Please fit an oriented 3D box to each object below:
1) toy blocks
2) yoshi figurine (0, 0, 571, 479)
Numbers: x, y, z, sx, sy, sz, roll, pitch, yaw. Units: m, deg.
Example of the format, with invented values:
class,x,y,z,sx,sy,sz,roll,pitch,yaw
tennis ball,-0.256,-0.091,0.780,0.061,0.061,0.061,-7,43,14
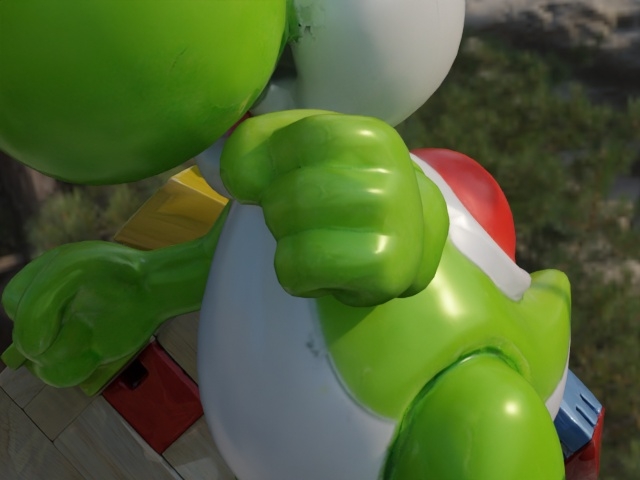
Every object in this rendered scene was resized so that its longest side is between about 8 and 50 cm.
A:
class,x,y,z,sx,sy,sz,roll,pitch,yaw
toy blocks,-0.020,0.101,0.791,0.381,0.261,0.191,-44,-1,23
yoshi figurine,-0.025,0.009,0.439,0.204,0.362,0.203,-13,12,8
